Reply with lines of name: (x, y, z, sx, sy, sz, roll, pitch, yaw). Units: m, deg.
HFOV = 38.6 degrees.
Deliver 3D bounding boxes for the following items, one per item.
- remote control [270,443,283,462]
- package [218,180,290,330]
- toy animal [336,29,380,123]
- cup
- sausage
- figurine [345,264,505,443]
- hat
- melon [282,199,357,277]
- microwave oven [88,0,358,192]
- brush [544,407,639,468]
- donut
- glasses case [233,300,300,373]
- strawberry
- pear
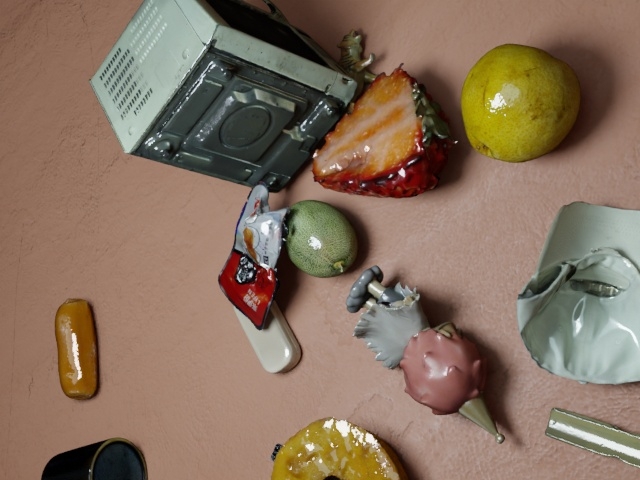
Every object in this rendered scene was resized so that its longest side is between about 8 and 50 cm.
remote control: (-0.057, 0.444, 1.832, 0.096, 0.014, 0.039, 25, 93, 32)
package: (-0.127, 0.025, 1.840, 0.194, 0.071, 0.269, 53, 136, 49)
toy animal: (0.069, -0.312, 1.868, 0.099, 0.057, 0.241, 9, 88, 38)
cup: (-0.496, 0.560, 1.986, 0.177, 0.166, 0.239, -16, 73, 31)
sausage: (-0.566, 0.249, 2.122, 0.098, 0.098, 0.238, -14, 76, 28)
figurine: (0.203, 0.201, 1.648, 0.387, 0.166, 0.207, 42, 137, 27)
hat: (0.463, 0.078, 1.530, 0.258, 0.168, 0.301, 13, 63, 10)
melon: (0.000, 0.000, 1.800, 0.139, 0.139, 0.192, -50, 50, 14)
microwave oven: (-0.176, -0.292, 1.772, 0.333, 0.394, 0.247, -49, 54, 23)
brush: (0.506, 0.339, 1.502, 0.282, 0.048, 0.054, 13, 86, 39)
donut: (0.047, 0.471, 1.706, 0.278, 0.108, 0.277, -4, 81, 26)
glasses case: (-0.112, 0.182, 1.887, 0.083, 0.050, 0.196, -39, 64, 22)
strawberry: (0.139, -0.159, 1.748, 0.280, 0.150, 0.253, -47, 42, 18)
pear: (0.344, -0.234, 1.606, 0.209, 0.209, 0.208, -6, 79, 30)
